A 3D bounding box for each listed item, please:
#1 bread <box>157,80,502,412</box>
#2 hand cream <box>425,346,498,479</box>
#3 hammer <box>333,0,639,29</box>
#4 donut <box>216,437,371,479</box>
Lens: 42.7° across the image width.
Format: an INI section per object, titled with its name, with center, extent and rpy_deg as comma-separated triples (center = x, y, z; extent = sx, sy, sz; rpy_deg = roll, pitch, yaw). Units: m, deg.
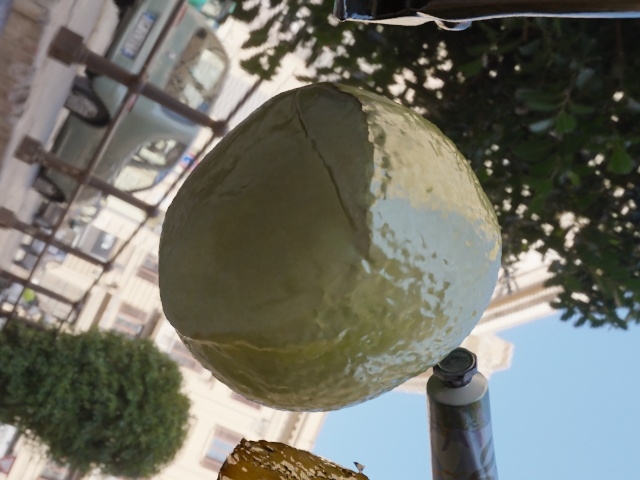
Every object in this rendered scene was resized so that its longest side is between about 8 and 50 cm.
[bread]
center = 0.007, 0.007, 0.760
extent = 0.321, 0.237, 0.320
rpy_deg = -33, -149, 23
[hand cream]
center = 0.147, 0.226, 0.827
extent = 0.058, 0.091, 0.271
rpy_deg = -54, 142, -49
[hammer]
center = 0.179, -0.147, 0.467
extent = 0.440, 0.168, 0.044
rpy_deg = 15, -72, 48
[donut]
center = 0.027, 0.242, 0.468
extent = 0.108, 0.278, 0.277
rpy_deg = -54, -161, 7
